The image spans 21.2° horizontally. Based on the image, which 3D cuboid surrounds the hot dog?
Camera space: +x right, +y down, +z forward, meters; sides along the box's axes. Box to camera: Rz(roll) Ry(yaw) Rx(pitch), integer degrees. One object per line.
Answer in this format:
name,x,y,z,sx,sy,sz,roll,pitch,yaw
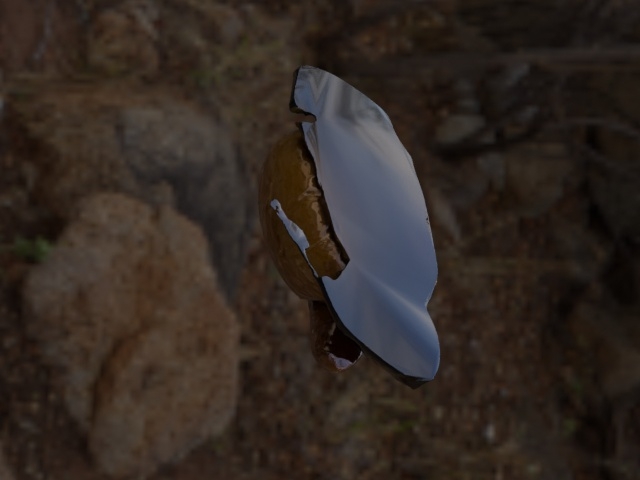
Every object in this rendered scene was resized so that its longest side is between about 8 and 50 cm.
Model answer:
hot dog,0.005,0.001,1.602,0.194,0.107,0.326,29,41,-24
